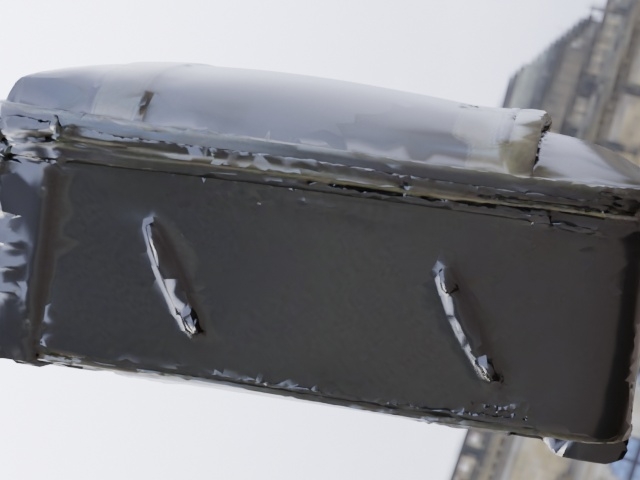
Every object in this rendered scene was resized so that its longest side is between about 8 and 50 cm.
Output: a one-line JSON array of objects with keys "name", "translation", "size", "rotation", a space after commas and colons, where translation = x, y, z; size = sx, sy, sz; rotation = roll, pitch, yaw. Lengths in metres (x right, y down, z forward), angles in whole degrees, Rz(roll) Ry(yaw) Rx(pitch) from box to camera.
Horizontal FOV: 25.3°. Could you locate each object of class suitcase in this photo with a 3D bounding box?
[{"name": "suitcase", "translation": [0.000, 0.000, 0.861], "size": [0.283, 0.433, 0.194], "rotation": [-26, -55, -78]}]
